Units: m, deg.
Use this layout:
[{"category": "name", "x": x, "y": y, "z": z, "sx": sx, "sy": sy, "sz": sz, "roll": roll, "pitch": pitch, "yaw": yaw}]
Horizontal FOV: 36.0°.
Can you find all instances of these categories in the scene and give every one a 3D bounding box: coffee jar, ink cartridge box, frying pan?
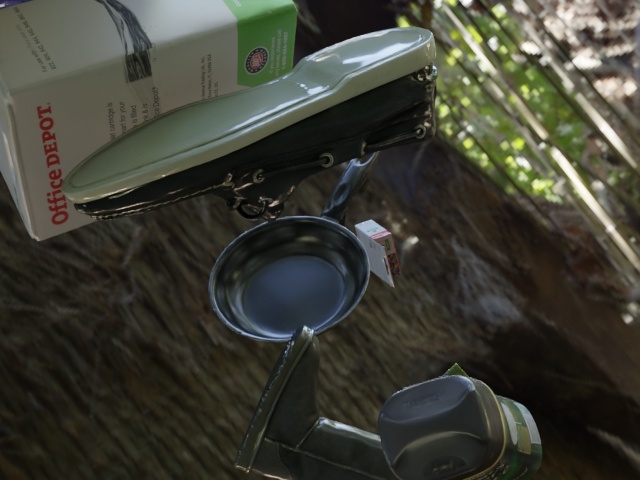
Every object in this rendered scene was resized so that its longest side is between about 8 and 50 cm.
[{"category": "coffee jar", "x": 0.117, "y": 0.163, "z": 0.808, "sx": 0.096, "sy": 0.079, "sz": 0.184, "roll": -21, "pitch": -23, "yaw": 18}, {"category": "ink cartridge box", "x": 0.084, "y": 0.017, "z": 1.332, "sx": 0.029, "sy": 0.063, "sz": 0.115, "roll": -20, "pitch": 20, "yaw": -13}, {"category": "frying pan", "x": -0.029, "y": 0.002, "z": 1.237, "sx": 0.197, "sy": 0.326, "sz": 0.053, "roll": -1, "pitch": -43, "yaw": 11}, {"category": "ink cartridge box", "x": -0.171, "y": -0.139, "z": 0.931, "sx": 0.272, "sy": 0.115, "sz": 0.198, "roll": -22, "pitch": -33, "yaw": -23}]

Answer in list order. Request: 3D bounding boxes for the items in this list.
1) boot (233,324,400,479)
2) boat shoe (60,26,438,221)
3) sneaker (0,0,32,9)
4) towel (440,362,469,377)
[{"category": "boot", "x": 0.033, "y": 0.206, "z": 1.045, "sx": 0.076, "sy": 0.208, "sz": 0.190, "roll": -71, "pitch": 4, "yaw": -73}, {"category": "boat shoe", "x": -0.046, "y": -0.074, "z": 0.849, "sx": 0.340, "sy": 0.127, "sz": 0.113, "roll": -27, "pitch": -60, "yaw": -17}, {"category": "sneaker", "x": -0.564, "y": -0.352, "z": 1.388, "sx": 0.315, "sy": 0.182, "sz": 0.127, "roll": 15, "pitch": -33, "yaw": -11}, {"category": "towel", "x": 0.168, "y": 0.210, "z": 1.349, "sx": 0.083, "sy": 0.009, "sz": 0.060, "roll": -41, "pitch": -57, "yaw": 3}]
